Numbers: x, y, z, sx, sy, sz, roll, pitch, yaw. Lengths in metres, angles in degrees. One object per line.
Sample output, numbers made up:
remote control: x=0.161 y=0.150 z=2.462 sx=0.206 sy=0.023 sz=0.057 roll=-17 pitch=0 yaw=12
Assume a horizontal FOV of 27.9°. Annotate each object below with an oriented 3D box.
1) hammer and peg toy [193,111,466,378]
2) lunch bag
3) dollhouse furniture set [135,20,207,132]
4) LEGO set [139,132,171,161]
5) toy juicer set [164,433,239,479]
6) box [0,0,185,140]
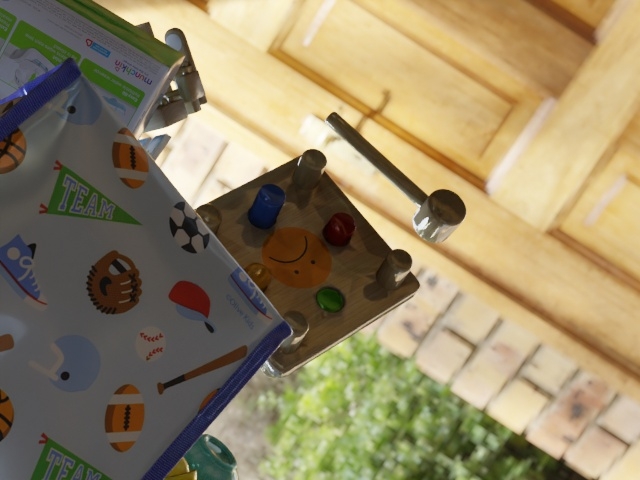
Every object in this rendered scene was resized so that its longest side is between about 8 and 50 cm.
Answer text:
hammer and peg toy: x=0.000 y=0.000 z=1.719 sx=0.361 sy=0.266 sz=0.127 roll=-31 pitch=-19 yaw=-32
lunch bag: x=-0.277 y=0.098 z=1.085 sx=0.239 sy=0.328 sz=0.385 roll=-18 pitch=28 yaw=53
dollhouse furniture set: x=-0.228 y=-0.209 z=1.644 sx=0.144 sy=0.123 sz=0.151 roll=-9 pitch=15 yaw=31
LEGO set: x=-0.333 y=-0.062 z=1.897 sx=0.244 sy=0.060 sz=0.182 roll=-58 pitch=24 yaw=-17
toy juicer set: x=-0.184 y=0.305 z=1.721 sx=0.089 sy=0.329 sz=0.209 roll=-47 pitch=-31 yaw=10
box: x=-0.331 y=-0.176 z=1.497 sx=0.231 sy=0.262 sz=0.127 roll=-59 pitch=5 yaw=15
